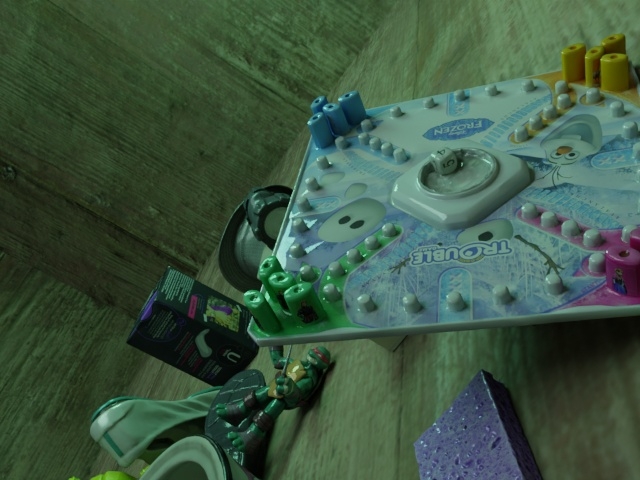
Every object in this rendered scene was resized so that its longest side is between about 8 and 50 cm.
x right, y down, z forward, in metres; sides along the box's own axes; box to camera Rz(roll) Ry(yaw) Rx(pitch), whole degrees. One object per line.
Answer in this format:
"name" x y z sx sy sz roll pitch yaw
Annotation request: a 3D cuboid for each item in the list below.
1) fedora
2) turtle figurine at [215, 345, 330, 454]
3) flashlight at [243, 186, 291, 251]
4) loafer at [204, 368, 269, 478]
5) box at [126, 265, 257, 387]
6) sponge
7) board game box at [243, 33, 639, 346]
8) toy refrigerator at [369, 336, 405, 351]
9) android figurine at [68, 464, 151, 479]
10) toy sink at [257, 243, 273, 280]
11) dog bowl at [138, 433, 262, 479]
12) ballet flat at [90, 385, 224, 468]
"fedora" -0.097 0.004 1.525 0.124 0.243 0.275 12 59 44
"turtle figurine" -0.062 0.230 1.068 0.234 0.118 0.175 -46 17 -1
"flashlight" -0.098 -0.054 1.258 0.103 0.103 0.304 -56 18 3
"loafer" -0.145 0.355 1.150 0.109 0.095 0.302 -15 26 11
"box" -0.297 0.214 1.571 0.165 0.270 0.143 -51 16 27
"sponge" 0.141 0.223 0.582 0.117 0.031 0.210 -53 16 21
"board game box" 0.139 -0.071 0.669 0.390 0.050 0.390 -8 39 19
"toy refrigerator" 0.075 0.049 1.005 0.094 0.102 0.269 -54 16 18
"android figurine" -0.317 0.484 1.101 0.248 0.273 0.056 -56 16 15
"toy sink" 0.000 0.000 1.296 0.234 0.131 0.153 -46 19 26
"dog bowl" -0.177 0.470 0.833 0.408 0.150 0.408 -44 26 28
"ballet flat" -0.262 0.367 1.246 0.139 0.139 0.400 -57 -28 8
